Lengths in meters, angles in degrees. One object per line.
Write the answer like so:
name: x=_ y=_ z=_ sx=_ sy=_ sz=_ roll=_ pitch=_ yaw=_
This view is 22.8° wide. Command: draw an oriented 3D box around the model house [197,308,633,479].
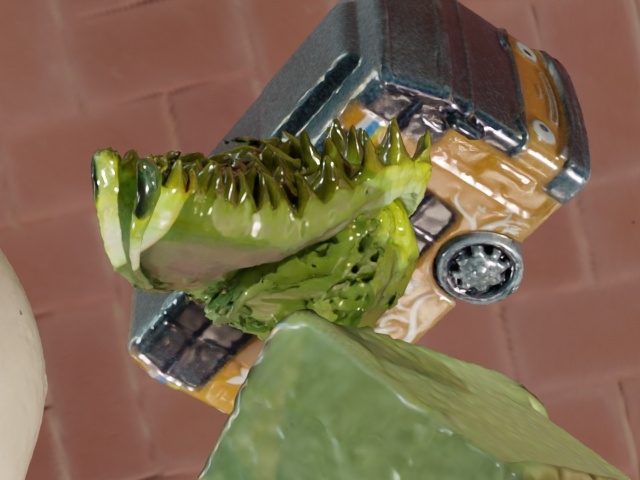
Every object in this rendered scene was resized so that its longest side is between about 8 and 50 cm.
model house: x=0.051 y=0.170 z=0.631 sx=0.189 sy=0.195 sz=0.214 roll=32 pitch=95 yaw=46

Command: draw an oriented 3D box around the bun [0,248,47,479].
bun: x=-0.169 y=0.063 z=0.533 sx=0.172 sy=0.120 sz=0.173 roll=-7 pitch=60 yaw=12

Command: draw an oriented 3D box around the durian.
durian: x=-0.005 y=-0.005 z=0.811 sx=0.106 sy=0.375 sz=0.132 roll=15 pitch=92 yaw=19

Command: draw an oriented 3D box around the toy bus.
toy bus: x=0.018 y=-0.018 z=1.115 sx=0.194 sy=0.162 sz=0.323 roll=29 pitch=123 yaw=-22
